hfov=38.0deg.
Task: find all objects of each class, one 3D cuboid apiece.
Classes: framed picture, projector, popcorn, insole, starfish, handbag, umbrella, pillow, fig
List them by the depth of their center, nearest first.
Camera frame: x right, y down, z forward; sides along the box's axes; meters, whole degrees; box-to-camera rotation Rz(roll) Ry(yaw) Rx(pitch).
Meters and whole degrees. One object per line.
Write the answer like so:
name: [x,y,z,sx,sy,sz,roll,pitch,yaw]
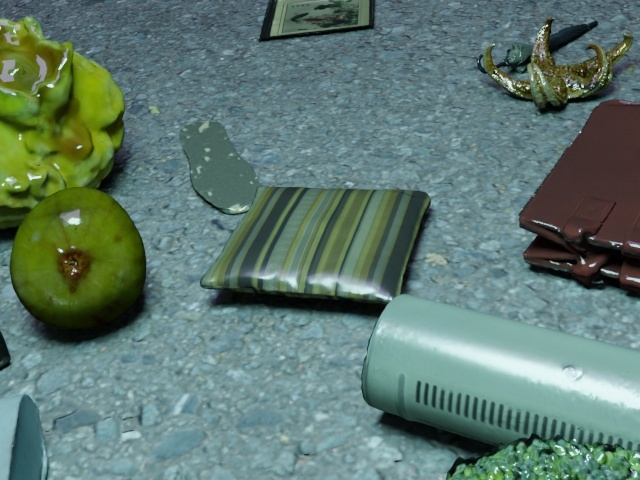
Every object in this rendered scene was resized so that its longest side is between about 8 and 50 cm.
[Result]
projector: [0.201,0.128,0.732,0.337,0.108,0.108,12,40,28]
handbag: [0.368,-0.045,0.961,0.260,0.084,0.275,13,41,28]
fig: [-0.251,0.026,0.988,0.148,0.186,0.142,-31,81,2]
pillow: [0.000,0.000,1.008,0.212,0.052,0.208,4,35,15]
popcorn: [-0.376,-0.141,1.145,0.224,0.270,0.258,25,92,43]
insole: [-0.135,-0.099,1.215,0.081,0.011,0.248,-16,36,-11]
starfish: [0.324,-0.241,1.254,0.190,0.074,0.146,-19,37,-14]
umbrella: [0.319,-0.275,1.350,0.269,0.044,0.044,-22,10,-33]
framed picture: [-0.002,-0.394,1.603,0.195,0.010,0.199,-5,35,7]

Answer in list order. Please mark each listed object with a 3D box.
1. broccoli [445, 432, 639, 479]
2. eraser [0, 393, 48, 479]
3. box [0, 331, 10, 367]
broccoli: [0.139,0.219,0.563,0.226,0.176,0.198,-20,53,-30]
eraser: [-0.348,0.218,0.755,0.227,0.081,0.174,-10,35,-3]
box: [-0.452,0.031,0.955,0.153,0.188,0.252,-26,40,-22]
